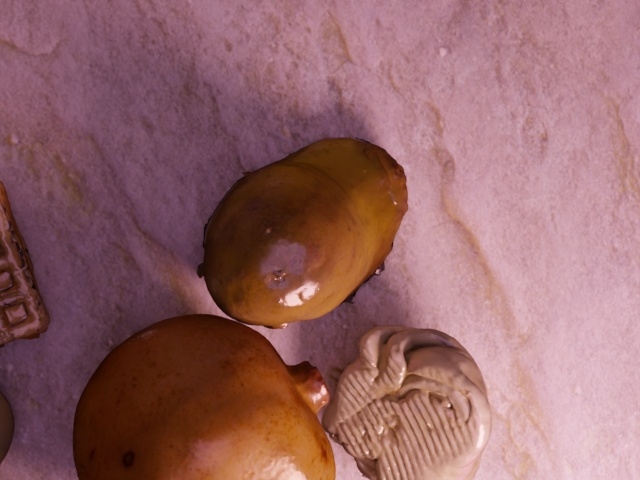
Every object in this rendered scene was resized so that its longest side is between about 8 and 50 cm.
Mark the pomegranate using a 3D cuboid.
[{"bbox_3d":[-0.159,0.306,1.394,0.417,0.417,0.416,-1,92,-14],"label":"pomegranate"}]

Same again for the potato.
[{"bbox_3d":[0.000,0.000,1.477,0.397,0.296,0.289,-20,98,-11],"label":"potato"}]

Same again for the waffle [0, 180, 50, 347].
[{"bbox_3d":[-0.629,0.082,1.415,0.376,0.114,0.260,-20,99,-12],"label":"waffle"}]

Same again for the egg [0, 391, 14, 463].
[{"bbox_3d":[-0.581,0.301,1.390,0.242,0.186,0.185,-24,98,-28],"label":"egg"}]

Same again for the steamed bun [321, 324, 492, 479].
[{"bbox_3d":[0.170,0.281,1.567,0.268,0.207,0.280,30,110,18],"label":"steamed bun"}]
